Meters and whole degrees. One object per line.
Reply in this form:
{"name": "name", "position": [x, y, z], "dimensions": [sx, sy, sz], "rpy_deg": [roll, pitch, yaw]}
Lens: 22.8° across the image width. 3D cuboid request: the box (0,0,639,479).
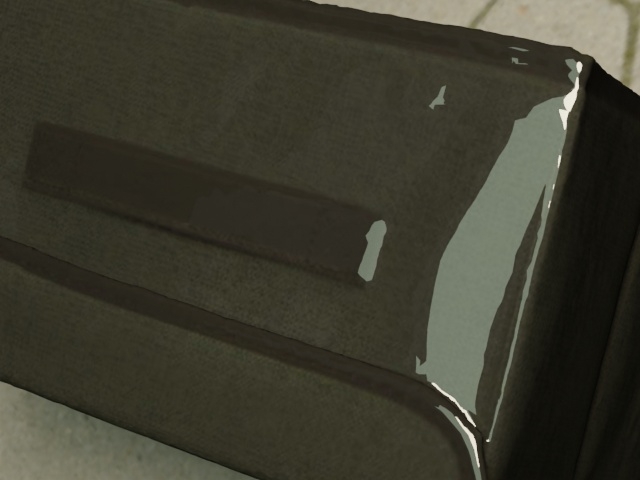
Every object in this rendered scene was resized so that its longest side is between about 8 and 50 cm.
{"name": "box", "position": [0.000, 0.001, 0.801], "dimensions": [0.345, 0.251, 0.204], "rpy_deg": [16, 91, 29]}
